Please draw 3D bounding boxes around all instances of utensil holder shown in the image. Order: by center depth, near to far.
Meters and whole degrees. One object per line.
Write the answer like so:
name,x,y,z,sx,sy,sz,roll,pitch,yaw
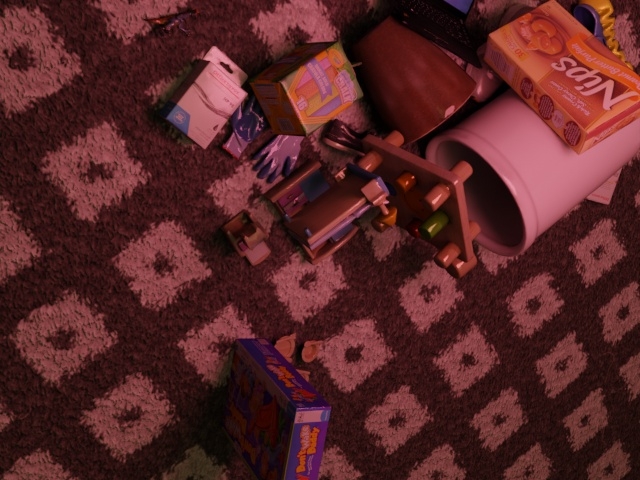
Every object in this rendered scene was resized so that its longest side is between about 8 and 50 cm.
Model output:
utensil holder,0.494,-0.203,1.754,0.386,0.328,0.327,-35,118,-14

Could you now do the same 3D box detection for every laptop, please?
laptop,0.278,-0.541,1.641,0.234,0.264,0.136,20,133,-30

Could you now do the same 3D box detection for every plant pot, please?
plant pot,0.179,-0.360,1.630,0.215,0.215,0.230,-43,104,-9

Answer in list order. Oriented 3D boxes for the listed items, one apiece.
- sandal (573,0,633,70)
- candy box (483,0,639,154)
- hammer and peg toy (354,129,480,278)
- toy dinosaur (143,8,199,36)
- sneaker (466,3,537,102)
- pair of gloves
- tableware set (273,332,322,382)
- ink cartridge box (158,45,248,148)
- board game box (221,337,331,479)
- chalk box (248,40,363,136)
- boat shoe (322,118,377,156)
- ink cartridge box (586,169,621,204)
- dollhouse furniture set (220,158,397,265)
sandal,0.682,-0.448,1.896,0.138,0.126,0.317,-36,110,-9
candy box,0.517,-0.351,1.604,0.183,0.316,0.087,-31,156,-12
hammer and peg toy,0.213,-0.054,1.644,0.127,0.266,0.361,-43,142,-19
toy dinosaur,-0.275,-0.426,1.456,0.090,0.047,0.082,40,68,-21
sneaker,0.439,-0.437,1.767,0.099,0.121,0.262,30,91,-30
pair of gloves,-0.119,-0.222,1.611,0.198,0.023,0.159,35,87,-32
tableware set,-0.065,0.297,1.786,0.141,0.020,0.168,4,102,-45
ink cartridge box,-0.223,-0.286,1.513,0.104,0.060,0.180,39,87,-30
board game box,-0.104,0.382,1.622,0.078,0.347,0.233,3,104,-27
chalk box,-0.012,-0.324,1.558,0.213,0.132,0.132,-40,118,-23
boat shoe,0.106,-0.218,1.696,0.206,0.075,0.064,14,102,-25
ink cartridge box,0.754,-0.167,2.055,0.089,0.052,0.122,12,99,-29
dollhouse furniture set,0.000,0.000,1.579,0.286,0.303,0.198,-39,118,-11
